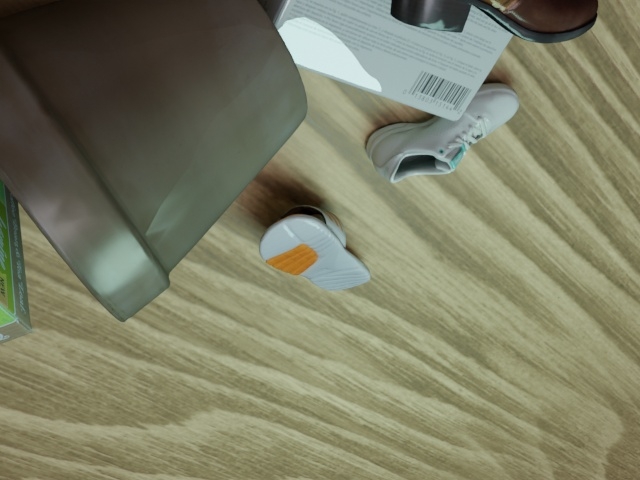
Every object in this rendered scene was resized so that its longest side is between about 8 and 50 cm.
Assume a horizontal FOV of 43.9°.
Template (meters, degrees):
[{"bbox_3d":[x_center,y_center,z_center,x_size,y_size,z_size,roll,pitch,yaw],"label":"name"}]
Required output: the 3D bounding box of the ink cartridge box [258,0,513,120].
[{"bbox_3d":[0.104,-0.287,0.880,0.296,0.066,0.261,12,124,-34],"label":"ink cartridge box"}]

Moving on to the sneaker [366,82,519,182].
[{"bbox_3d":[0.171,-0.129,1.035,0.212,0.094,0.080,-24,131,1],"label":"sneaker"}]

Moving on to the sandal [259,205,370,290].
[{"bbox_3d":[-0.009,0.004,1.104,0.102,0.076,0.265,-19,155,16],"label":"sandal"}]

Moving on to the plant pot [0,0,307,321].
[{"bbox_3d":[-0.179,-0.126,0.802,0.280,0.323,0.323,-36,134,-12],"label":"plant pot"}]

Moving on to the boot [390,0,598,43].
[{"bbox_3d":[0.211,-0.350,0.789,0.264,0.096,0.280,2,122,-19],"label":"boot"}]

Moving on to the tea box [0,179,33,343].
[{"bbox_3d":[-0.484,-0.018,0.697,0.329,0.220,0.323,-19,151,0],"label":"tea box"}]
